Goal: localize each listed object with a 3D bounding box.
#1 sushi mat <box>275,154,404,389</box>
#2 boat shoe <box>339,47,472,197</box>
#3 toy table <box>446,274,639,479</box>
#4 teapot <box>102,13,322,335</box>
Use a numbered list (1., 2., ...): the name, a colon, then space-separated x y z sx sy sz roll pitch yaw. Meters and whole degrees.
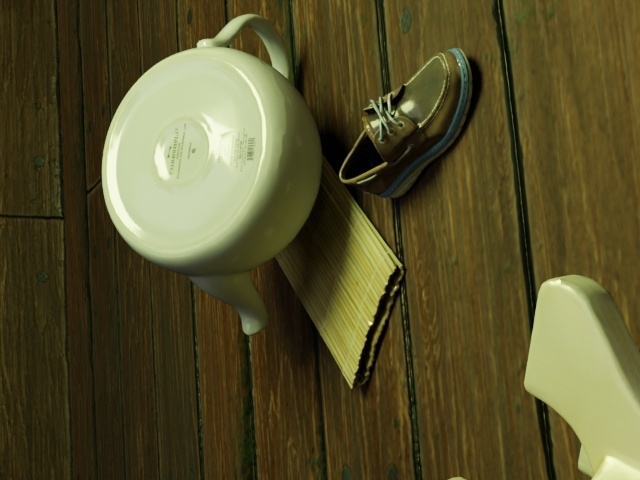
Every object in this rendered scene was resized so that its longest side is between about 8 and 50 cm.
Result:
1. sushi mat: 0.000 0.000 1.189 0.316 0.019 0.151 57 138 48
2. boat shoe: 0.073 -0.099 0.985 0.183 0.066 0.066 120 142 -46
3. toy table: 0.173 0.157 0.609 0.161 0.252 0.274 23 100 45
4. teapot: -0.092 -0.077 1.170 0.256 0.187 0.252 -47 61 15
